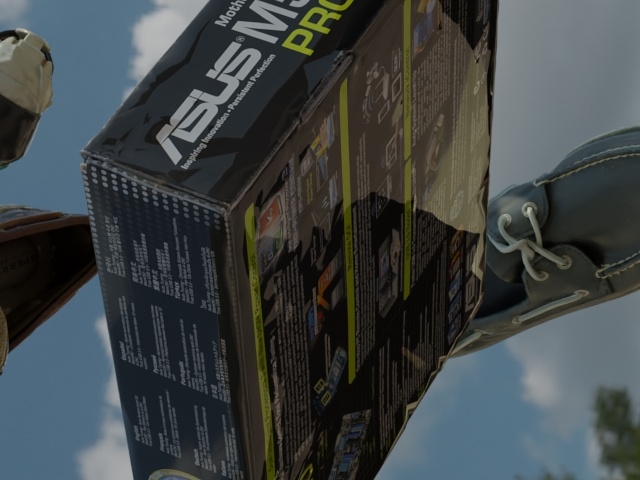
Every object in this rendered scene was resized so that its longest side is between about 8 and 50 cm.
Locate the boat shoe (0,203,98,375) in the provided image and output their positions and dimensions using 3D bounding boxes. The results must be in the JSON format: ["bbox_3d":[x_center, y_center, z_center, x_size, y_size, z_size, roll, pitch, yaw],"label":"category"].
[{"bbox_3d":[-0.277,0.054,1.362,0.342,0.123,0.123,-29,-71,-52],"label":"boat shoe"}]

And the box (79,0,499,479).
[{"bbox_3d":[0.000,0.000,0.750,0.216,0.060,0.270,-54,-25,-35],"label":"box"}]

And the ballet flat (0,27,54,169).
[{"bbox_3d":[-0.198,-0.098,1.180,0.203,0.074,0.074,-102,15,-76],"label":"ballet flat"}]

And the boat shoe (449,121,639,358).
[{"bbox_3d":[0.159,0.014,1.397,0.099,0.319,0.116,-28,-91,-50],"label":"boat shoe"}]
